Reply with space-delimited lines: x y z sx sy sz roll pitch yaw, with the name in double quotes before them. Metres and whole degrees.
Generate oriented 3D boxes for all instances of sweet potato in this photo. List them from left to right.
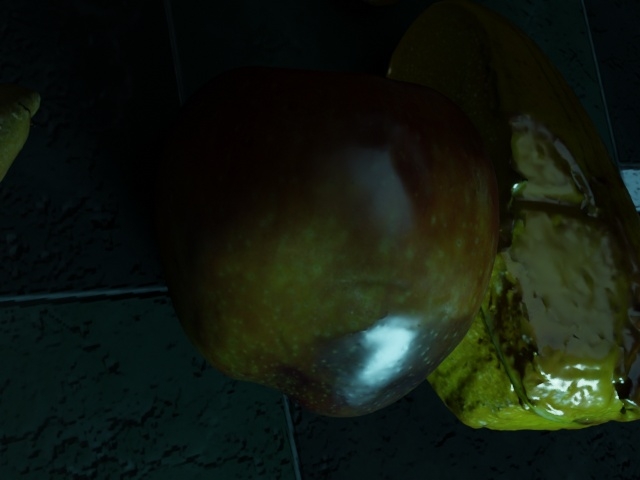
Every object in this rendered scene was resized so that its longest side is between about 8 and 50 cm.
"sweet potato" -0.227 -0.026 0.647 0.056 0.056 0.195 51 57 -15

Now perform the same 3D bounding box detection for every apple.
"apple" 0.000 0.000 0.715 0.230 0.230 0.229 13 69 -36

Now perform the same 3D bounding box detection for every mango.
"mango" 0.137 -0.021 0.867 0.199 0.201 0.350 55 21 -71

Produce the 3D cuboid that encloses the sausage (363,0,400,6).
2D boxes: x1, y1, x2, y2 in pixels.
"sausage" 0.089 -0.281 0.955 0.098 0.098 0.238 52 52 -14
